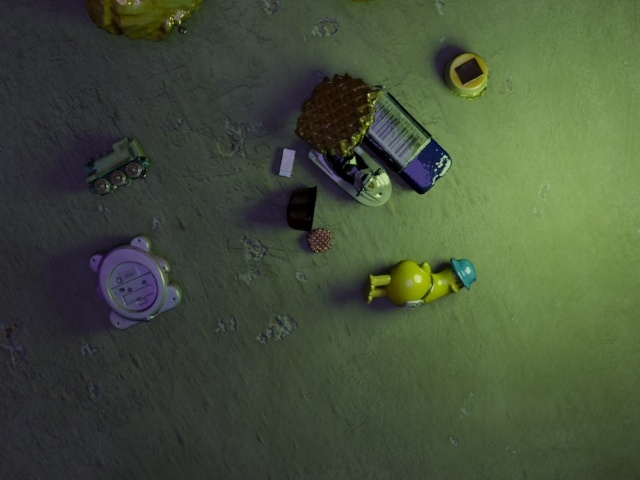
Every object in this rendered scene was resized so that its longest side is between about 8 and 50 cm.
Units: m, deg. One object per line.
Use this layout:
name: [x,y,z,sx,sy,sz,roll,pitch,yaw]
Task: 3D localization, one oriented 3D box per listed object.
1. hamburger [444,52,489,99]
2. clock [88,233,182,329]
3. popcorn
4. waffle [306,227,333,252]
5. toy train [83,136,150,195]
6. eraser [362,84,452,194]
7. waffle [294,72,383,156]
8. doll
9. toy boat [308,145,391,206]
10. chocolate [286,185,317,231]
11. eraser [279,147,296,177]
hamburger: [0.434,-0.485,1.932,0.126,0.081,0.141,-45,89,1]
clock: [-0.554,0.122,1.946,0.228,0.090,0.247,-24,100,-1]
popcorn: [-0.481,-0.712,1.717,0.349,0.349,0.381,-29,76,0]
waffle: [0.000,0.000,2.005,0.083,0.029,0.075,-13,102,-5]
toy train: [-0.593,-0.210,1.891,0.194,0.081,0.125,-26,91,2]
eraser: [0.232,-0.299,1.936,0.332,0.101,0.155,42,93,-12]
waffle: [0.047,-0.359,1.860,0.052,0.254,0.245,32,87,-54]
doll: [0.312,0.132,2.016,0.363,0.145,0.199,-4,140,-13]
toy boat: [0.098,-0.211,1.926,0.269,0.141,0.141,42,94,3]
chocolate: [-0.059,-0.091,1.953,0.080,0.125,0.148,7,63,2]
eraser: [-0.100,-0.232,1.958,0.038,0.019,0.083,11,99,-9]
